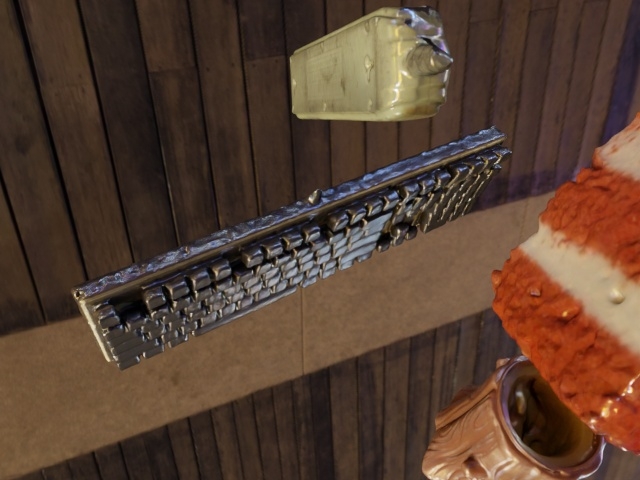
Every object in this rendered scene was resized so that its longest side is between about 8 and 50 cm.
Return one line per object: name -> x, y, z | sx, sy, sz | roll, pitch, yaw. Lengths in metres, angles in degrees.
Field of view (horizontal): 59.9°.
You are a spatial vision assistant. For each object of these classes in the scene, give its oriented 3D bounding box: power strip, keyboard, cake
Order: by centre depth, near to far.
keyboard -> 0.000, 0.000, 0.387 | 0.317, 0.027, 0.106 | -23, 153, -22
power strip -> 0.037, -0.171, 0.576 | 0.066, 0.387, 0.092 | -9, 105, -14
cake -> 0.399, 0.055, 0.584 | 0.269, 0.270, 0.319 | 29, 105, -17

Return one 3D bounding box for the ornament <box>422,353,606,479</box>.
ornament -> 0.295, 0.289, 0.841 | 0.235, 0.221, 0.218 | 6, 143, -9
